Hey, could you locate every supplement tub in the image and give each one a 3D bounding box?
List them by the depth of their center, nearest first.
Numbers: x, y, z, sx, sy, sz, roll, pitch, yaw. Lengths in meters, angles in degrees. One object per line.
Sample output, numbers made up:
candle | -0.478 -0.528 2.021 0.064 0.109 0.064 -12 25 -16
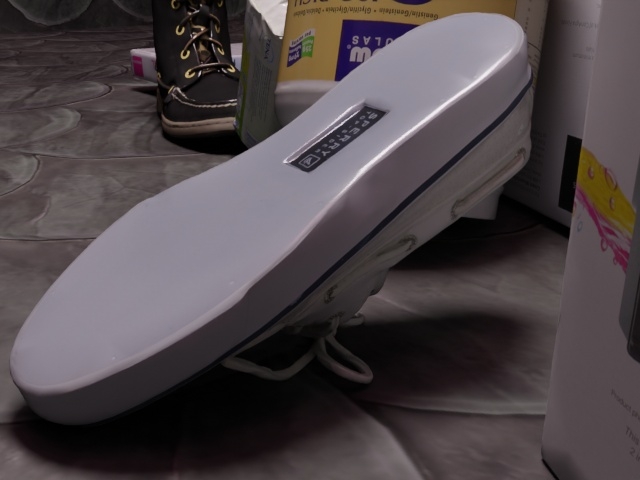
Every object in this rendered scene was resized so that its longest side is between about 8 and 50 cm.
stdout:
supplement tub | 0.085 -0.196 0.723 0.241 0.331 0.241 8 4 -1

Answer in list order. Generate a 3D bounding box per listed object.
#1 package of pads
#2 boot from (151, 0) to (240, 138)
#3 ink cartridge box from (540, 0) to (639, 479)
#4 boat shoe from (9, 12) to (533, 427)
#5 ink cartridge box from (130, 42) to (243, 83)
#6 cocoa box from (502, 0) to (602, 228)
package of pads | 0.048 -0.224 0.951 0.297 0.229 0.101 -19 61 -21
boot | -0.174 -0.307 1.147 0.138 0.284 0.377 -5 20 -17
ink cartridge box | 0.231 0.012 0.296 0.198 0.269 0.197 -3 20 -13
boat shoe | -0.003 0.013 0.499 0.367 0.156 0.136 -39 40 -18
ink cartridge box | -0.186 -0.345 1.522 0.311 0.065 0.186 -17 27 -35
cocoa box | 0.327 -0.137 0.779 0.228 0.231 0.347 -4 20 -18
